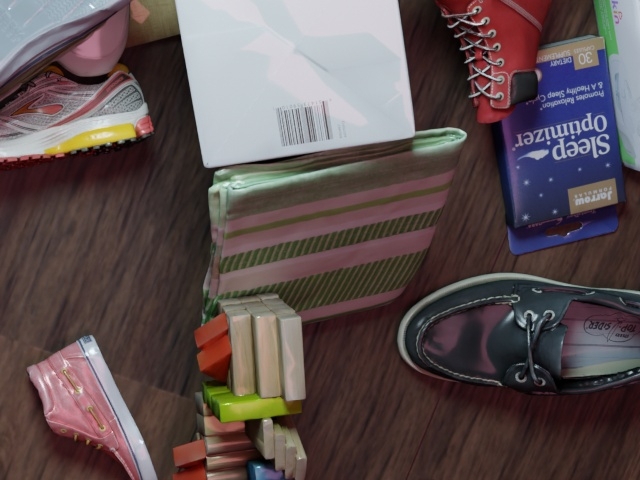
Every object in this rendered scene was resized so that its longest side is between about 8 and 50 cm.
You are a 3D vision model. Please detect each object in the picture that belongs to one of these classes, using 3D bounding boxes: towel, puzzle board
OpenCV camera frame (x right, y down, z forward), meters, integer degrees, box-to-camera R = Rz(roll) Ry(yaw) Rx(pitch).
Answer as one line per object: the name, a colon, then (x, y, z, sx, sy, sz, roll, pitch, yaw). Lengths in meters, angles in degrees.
towel: (0.000, 0.000, 1.793, 0.247, 0.325, 0.038, -12, 62, -14)
puzzle board: (-0.178, -0.267, 1.822, 0.096, 0.011, 0.128, -16, 104, -11)

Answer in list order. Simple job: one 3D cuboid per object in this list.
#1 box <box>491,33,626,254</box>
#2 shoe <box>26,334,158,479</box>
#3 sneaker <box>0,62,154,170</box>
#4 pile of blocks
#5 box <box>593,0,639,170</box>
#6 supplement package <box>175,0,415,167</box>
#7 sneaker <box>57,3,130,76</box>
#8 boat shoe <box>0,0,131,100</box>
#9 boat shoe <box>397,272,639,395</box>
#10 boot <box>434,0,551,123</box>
box: (0.259, -0.102, 1.966, 0.136, 0.036, 0.225, -14, 105, -13)
shoe: (-0.237, 0.192, 1.868, 0.081, 0.063, 0.178, -26, 101, -9)
sneaker: (-0.284, -0.122, 1.791, 0.225, 0.088, 0.093, -12, 88, -16)
pile of blocks: (-0.089, 0.215, 1.823, 0.112, 0.149, 0.362, -6, 127, -15)
box: (0.429, -0.222, 1.943, 0.231, 0.127, 0.262, -15, 104, -12)
supplement package: (-0.021, -0.201, 1.724, 0.199, 0.263, 0.198, -8, 103, 3)
sneaker: (-0.243, -0.307, 1.713, 0.114, 0.152, 0.305, -11, 99, -15)
boat shoe: (-0.258, -0.219, 1.658, 0.302, 0.094, 0.109, -35, 86, 5)
boat shoe: (0.259, 0.111, 1.964, 0.340, 0.113, 0.127, 6, 99, -17)
boot: (0.154, -0.211, 1.812, 0.244, 0.088, 0.176, 6, 92, -52)
